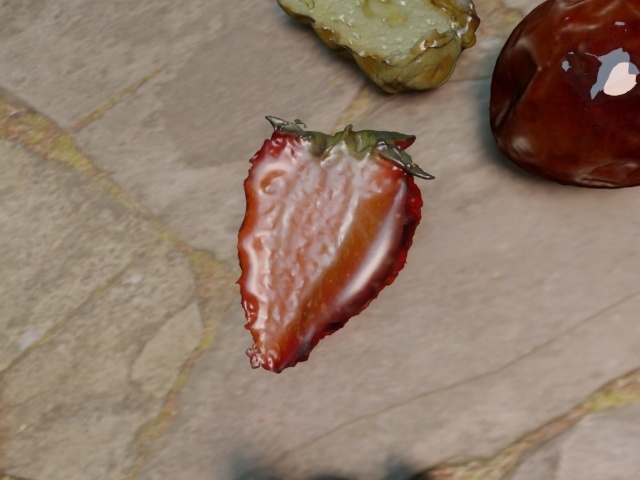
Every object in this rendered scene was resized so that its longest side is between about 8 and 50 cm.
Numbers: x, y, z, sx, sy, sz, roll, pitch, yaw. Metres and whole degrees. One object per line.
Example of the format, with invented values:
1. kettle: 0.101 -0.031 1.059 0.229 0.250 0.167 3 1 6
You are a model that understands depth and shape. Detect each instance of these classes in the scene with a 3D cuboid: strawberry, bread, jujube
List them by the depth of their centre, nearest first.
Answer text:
1. jujube: 0.265 -0.127 0.368 0.236 0.168 0.168 -6 78 -5
2. strawberry: 0.014 0.007 0.414 0.174 0.098 0.228 3 83 13
3. bread: 0.052 -0.238 0.462 0.128 0.088 0.232 -42 68 -8
